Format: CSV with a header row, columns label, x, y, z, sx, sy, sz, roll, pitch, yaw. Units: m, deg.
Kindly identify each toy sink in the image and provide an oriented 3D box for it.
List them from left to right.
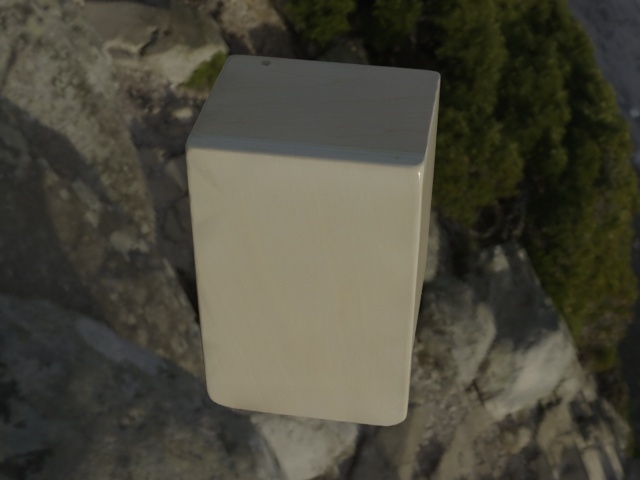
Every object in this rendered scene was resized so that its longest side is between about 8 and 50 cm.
label,x,y,z,sx,sy,sz,roll,pitch,yaw
toy sink,0.000,0.000,0.800,0.131,0.152,0.234,-74,166,-51
